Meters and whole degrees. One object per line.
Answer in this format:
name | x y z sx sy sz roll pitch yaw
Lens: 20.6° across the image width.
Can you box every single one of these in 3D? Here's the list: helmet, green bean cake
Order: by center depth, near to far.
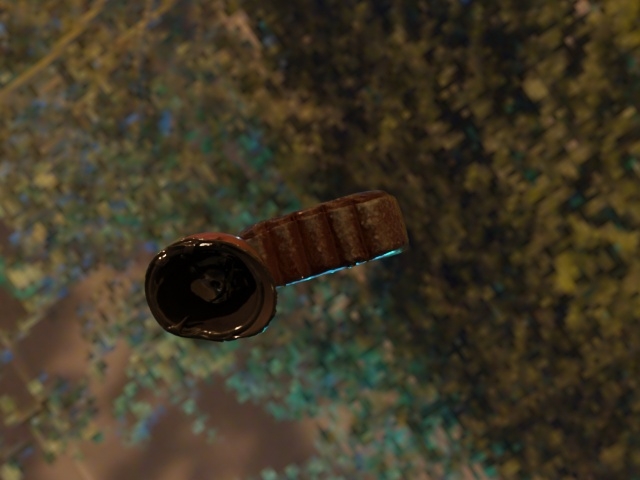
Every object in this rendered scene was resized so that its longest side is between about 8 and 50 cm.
helmet | -0.056 0.023 1.028 0.049 0.084 0.065 -46 -47 -63
green bean cake | 0.000 0.000 1.390 0.135 0.135 0.056 -28 -77 -87
